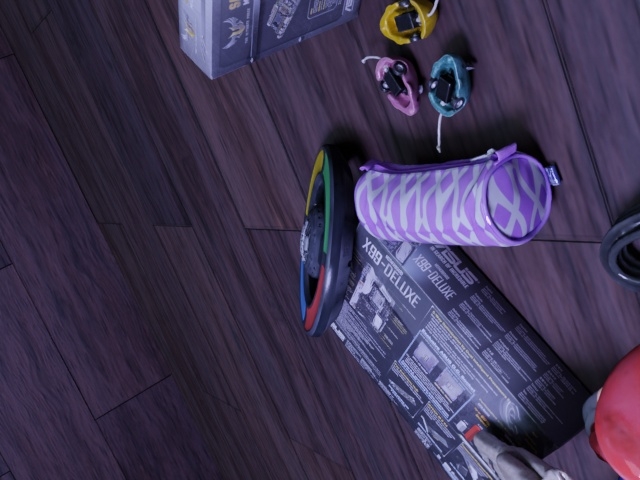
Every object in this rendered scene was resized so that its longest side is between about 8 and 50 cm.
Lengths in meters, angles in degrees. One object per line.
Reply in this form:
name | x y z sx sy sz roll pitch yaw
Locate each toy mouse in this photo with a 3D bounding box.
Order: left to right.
toy mouse | 0.098 -0.153 0.710 0.161 0.031 0.143 0 116 61

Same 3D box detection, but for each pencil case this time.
pencil case | 0.116 -0.040 0.716 0.206 0.086 0.088 -1 123 57

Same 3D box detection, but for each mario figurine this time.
mario figurine | 0.312 0.172 0.606 0.198 0.170 0.320 2 138 19

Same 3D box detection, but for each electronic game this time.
electronic game | 0.000 0.000 0.907 0.229 0.048 0.229 -175 90 -81

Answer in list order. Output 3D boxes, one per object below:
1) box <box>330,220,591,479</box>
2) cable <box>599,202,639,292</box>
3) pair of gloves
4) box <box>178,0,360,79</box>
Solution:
box | 0.138 0.132 0.877 0.307 0.077 0.242 50 152 20
cable | 0.273 -0.055 0.506 0.139 0.072 0.287 24 152 26
pair of gloves | 0.239 0.284 0.690 0.240 0.042 0.204 57 176 1
box | -0.033 -0.269 0.657 0.056 0.183 0.231 48 152 24
